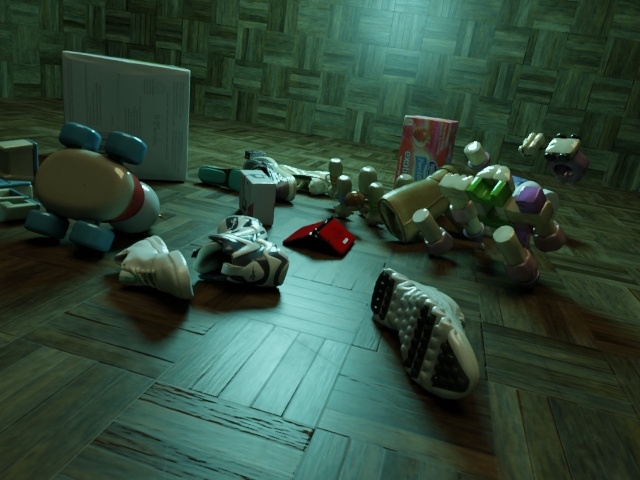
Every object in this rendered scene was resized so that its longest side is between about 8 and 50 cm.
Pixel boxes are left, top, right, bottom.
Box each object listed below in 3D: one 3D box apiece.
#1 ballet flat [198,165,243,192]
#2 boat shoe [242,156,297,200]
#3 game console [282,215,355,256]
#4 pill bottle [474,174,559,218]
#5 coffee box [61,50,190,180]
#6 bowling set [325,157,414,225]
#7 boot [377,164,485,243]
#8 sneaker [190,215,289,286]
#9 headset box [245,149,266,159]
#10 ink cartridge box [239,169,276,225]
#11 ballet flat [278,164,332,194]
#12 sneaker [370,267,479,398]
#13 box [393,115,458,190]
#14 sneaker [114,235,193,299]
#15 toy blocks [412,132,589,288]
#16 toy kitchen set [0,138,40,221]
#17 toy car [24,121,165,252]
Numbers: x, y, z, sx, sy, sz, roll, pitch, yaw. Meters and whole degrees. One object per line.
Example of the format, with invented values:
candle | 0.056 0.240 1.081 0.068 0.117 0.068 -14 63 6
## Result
ballet flat | -0.276 -0.193 1.541 0.213 0.072 0.068 15 11 18
boat shoe | -0.179 -0.199 1.556 0.092 0.103 0.285 0 25 -38
game console | 0.000 0.000 1.172 0.124 0.085 0.144 42 23 2
pill bottle | 0.637 -0.136 1.652 0.153 0.153 0.264 -2 21 -30
coffee box | -0.609 -0.391 1.553 0.338 0.338 0.334 -1 20 -25
bowling set | 0.105 -0.106 1.393 0.286 0.154 0.200 19 39 24
boot | 0.299 -0.060 1.334 0.269 0.236 0.089 -31 -1 -34
sneaker | -0.178 0.012 0.919 0.153 0.094 0.235 5 26 -38
headset box | -0.271 -0.361 2.111 0.083 0.032 0.062 -2 21 -26
ink cartridge box | -0.166 -0.113 1.282 0.063 0.109 0.150 -3 21 -21
ballet flat | -0.046 -0.188 1.643 0.248 0.086 0.086 11 18 11
sneaker | 0.170 0.127 0.735 0.118 0.110 0.292 13 17 -15
box | 0.324 -0.230 1.556 0.142 0.300 0.154 13 17 21
sneaker | -0.277 0.054 0.809 0.094 0.080 0.212 -18 22 -31
toy blocks | 0.438 -0.050 1.161 0.288 0.309 0.260 19 -23 51
toy kitchen set | -0.656 -0.146 1.064 0.207 0.166 0.122 20 22 32
toy car | -0.424 -0.082 1.019 0.210 0.219 0.238 13 -10 16
